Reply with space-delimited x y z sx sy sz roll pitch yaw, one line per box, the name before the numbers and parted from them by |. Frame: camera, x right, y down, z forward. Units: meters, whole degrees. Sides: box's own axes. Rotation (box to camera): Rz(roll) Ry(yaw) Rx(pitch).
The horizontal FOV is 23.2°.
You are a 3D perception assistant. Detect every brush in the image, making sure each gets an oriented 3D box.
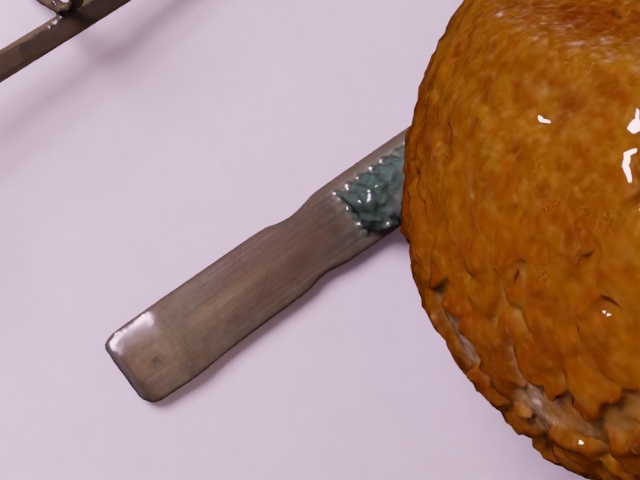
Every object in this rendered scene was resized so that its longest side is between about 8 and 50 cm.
brush | 0.000 0.000 0.630 0.190 0.027 0.034 -35 97 -15

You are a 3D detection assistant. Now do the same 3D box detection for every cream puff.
cream puff | 0.177 -0.012 0.567 0.303 0.303 0.212 -14 120 -18

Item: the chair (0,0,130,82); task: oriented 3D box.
chair | -0.142 -0.090 0.550 0.221 0.095 0.104 -44 90 -13
